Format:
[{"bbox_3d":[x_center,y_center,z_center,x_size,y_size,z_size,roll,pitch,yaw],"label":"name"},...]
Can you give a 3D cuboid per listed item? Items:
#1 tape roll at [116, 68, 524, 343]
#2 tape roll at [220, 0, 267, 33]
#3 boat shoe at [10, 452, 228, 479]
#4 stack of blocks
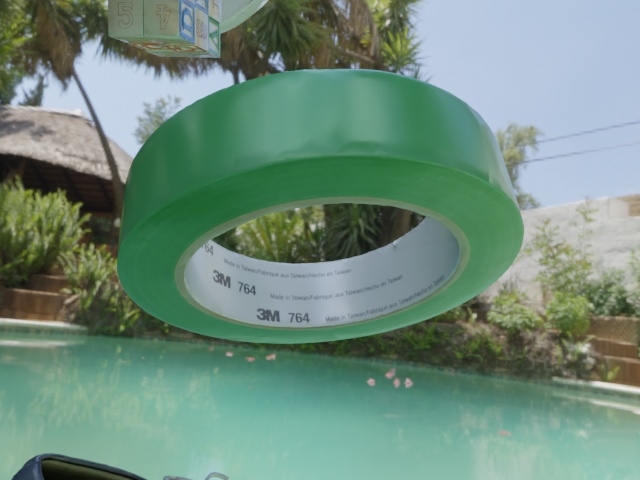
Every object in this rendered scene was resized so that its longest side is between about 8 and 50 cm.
[{"bbox_3d":[0.000,0.000,0.459,0.322,0.077,0.321,-4,-30,-3],"label":"tape roll"},{"bbox_3d":[-0.247,-0.570,0.963,0.393,0.391,0.072,5,15,7],"label":"tape roll"},{"bbox_3d":[-0.123,0.227,0.416,0.255,0.079,0.095,36,7,-28],"label":"boat shoe"},{"bbox_3d":[-0.172,-0.378,0.637,0.087,0.296,0.171,4,9,10],"label":"stack of blocks"}]
